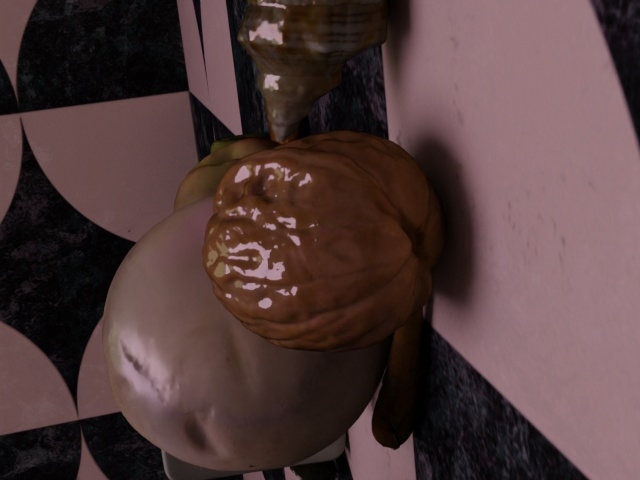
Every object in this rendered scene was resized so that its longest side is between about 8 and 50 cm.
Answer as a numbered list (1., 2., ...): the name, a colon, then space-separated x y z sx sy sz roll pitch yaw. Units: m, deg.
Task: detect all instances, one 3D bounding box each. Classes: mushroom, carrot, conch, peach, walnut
1. mushroom: -0.049 0.094 1.017 0.315 0.356 0.315 -22 65 56
2. carrot: 0.082 0.123 0.932 0.049 0.049 0.255 -112 19 -46
3. conch: -0.015 -0.266 0.785 0.203 0.169 0.386 -130 32 -54
4. peach: -0.088 -0.014 1.237 0.232 0.232 0.233 170 90 -78
5. walnut: 0.000 0.000 0.811 0.213 0.213 0.213 170 90 -78

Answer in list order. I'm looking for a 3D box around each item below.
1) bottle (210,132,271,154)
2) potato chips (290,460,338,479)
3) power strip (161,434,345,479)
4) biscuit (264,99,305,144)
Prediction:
1. bottle: -0.111 -0.042 1.546 0.112 0.112 0.260 -142 43 -73
2. potato chips: -0.019 0.311 1.463 0.142 0.026 0.209 43 -159 -12
3. power strip: -0.099 0.236 1.340 0.059 0.264 0.194 -134 38 -73
4. biscuit: -0.051 -0.183 1.356 0.188 0.027 0.188 169 90 -78
